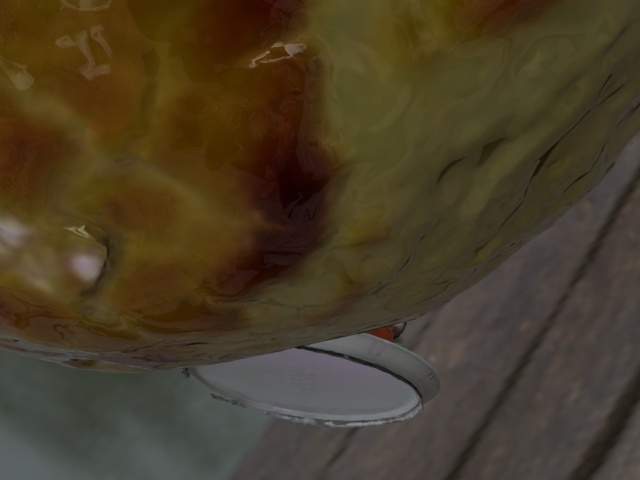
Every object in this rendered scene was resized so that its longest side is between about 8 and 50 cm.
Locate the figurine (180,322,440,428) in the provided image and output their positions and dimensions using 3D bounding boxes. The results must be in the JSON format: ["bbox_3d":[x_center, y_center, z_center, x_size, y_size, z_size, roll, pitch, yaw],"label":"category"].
[{"bbox_3d":[0.000,0.000,0.869,0.132,0.132,0.153,-14,58,44],"label":"figurine"}]

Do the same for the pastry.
[{"bbox_3d":[-0.067,-0.130,0.606,0.389,0.388,0.313,-19,12,40],"label":"pastry"}]
